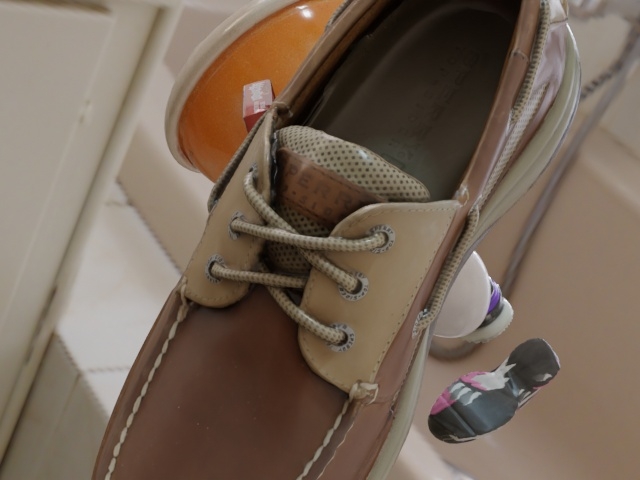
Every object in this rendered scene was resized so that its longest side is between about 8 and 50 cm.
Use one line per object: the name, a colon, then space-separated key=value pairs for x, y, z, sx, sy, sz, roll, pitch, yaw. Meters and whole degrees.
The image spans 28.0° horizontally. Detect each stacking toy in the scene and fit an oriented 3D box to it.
stacking toy: x=0.053 y=-0.067 z=1.638 sx=0.350 sy=0.351 sz=0.480 roll=-8 pitch=55 yaw=-49

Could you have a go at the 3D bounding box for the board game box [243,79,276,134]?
board game box: x=-0.014 y=0.015 z=1.056 sx=0.027 sy=0.281 sz=0.145 roll=-16 pitch=17 yaw=0

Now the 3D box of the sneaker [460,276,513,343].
sneaker: x=0.132 y=0.046 z=1.818 sx=0.293 sy=0.102 sz=0.146 roll=9 pitch=-37 yaw=46

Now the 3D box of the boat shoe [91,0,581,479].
boat shoe: x=0.000 y=0.000 z=0.510 sx=0.123 sy=0.324 sz=0.116 roll=23 pitch=-20 yaw=18

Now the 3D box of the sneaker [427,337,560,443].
sneaker: x=0.192 y=0.182 z=1.431 sx=0.178 sy=0.077 sz=0.072 roll=-23 pitch=65 yaw=-29
